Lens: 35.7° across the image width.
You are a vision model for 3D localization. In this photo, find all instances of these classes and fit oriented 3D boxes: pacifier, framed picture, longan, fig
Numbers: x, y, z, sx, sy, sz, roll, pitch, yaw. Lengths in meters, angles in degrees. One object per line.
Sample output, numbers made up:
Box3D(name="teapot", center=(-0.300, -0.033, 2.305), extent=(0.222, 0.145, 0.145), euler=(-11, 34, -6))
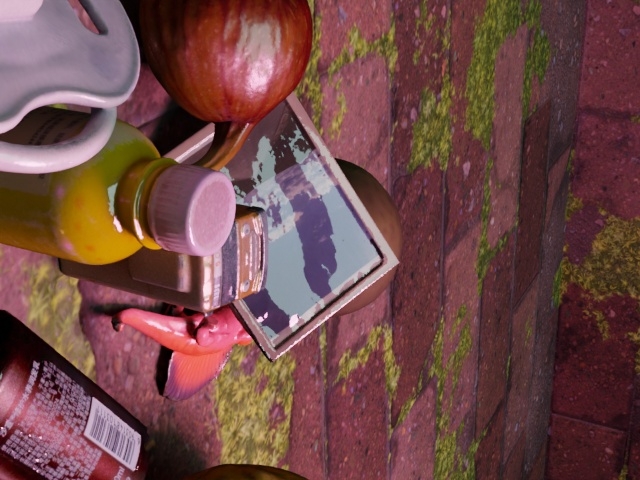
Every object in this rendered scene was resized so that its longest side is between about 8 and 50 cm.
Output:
Box3D(name="pacifier", center=(-0.201, -0.177, 0.683), extent=(0.207, 0.227, 0.279), euler=(-40, 175, 32))
Box3D(name="framed picture", center=(-0.050, -0.023, 1.071), extent=(0.189, 0.023, 0.260), euler=(-37, 108, -15))
Box3D(name="longan", center=(0.000, 0.000, 1.207), extent=(0.220, 0.196, 0.196), euler=(-41, 136, -46))
Box3D(name="fig", center=(-0.090, -0.167, 0.971), extent=(0.175, 0.175, 0.207), euler=(-25, 111, -59))

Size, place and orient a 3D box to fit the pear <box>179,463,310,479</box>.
Box3D(name="pear", center=(-0.077, 0.426, 1.071), extent=(0.352, 0.352, 0.413), euler=(-54, 150, -41))

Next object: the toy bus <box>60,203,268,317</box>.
Box3D(name="toy bus", center=(-0.146, 0.002, 0.914), extent=(0.103, 0.182, 0.091), euler=(-28, 125, -56))

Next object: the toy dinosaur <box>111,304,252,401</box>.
Box3D(name="toy dinosaur", center=(-0.157, 0.125, 1.110), extent=(0.286, 0.070, 0.139), euler=(-5, 129, -57))

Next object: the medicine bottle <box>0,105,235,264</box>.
Box3D(name="medicine bottle", center=(-0.174, -0.039, 0.800), extent=(0.122, 0.212, 0.122), euler=(-37, 132, -55))

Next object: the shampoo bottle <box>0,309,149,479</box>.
Box3D(name="shampoo bottle", center=(-0.258, 0.152, 0.862), extent=(0.129, 0.084, 0.323), euler=(-69, 152, -24))
